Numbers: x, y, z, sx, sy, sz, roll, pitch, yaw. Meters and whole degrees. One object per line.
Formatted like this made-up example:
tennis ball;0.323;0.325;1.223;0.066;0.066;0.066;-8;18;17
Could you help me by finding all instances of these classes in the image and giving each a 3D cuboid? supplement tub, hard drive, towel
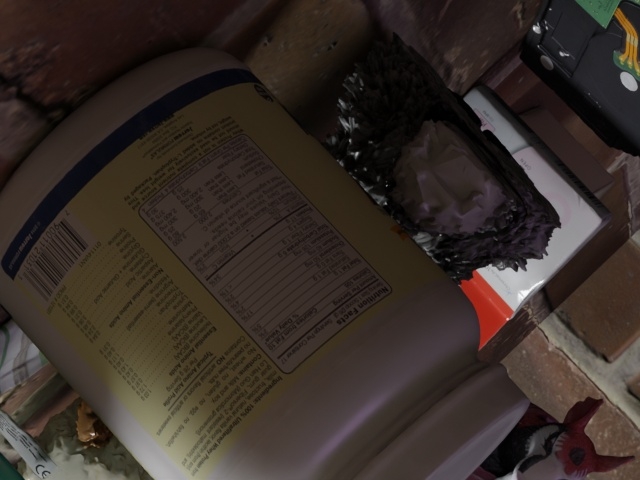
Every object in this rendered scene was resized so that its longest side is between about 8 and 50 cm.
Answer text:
supplement tub;-0.044;0.057;1.319;0.235;0.325;0.235;-41;167;-11
hard drive;0.319;-0.188;1.843;0.064;0.237;0.339;-39;166;-20
towel;-0.246;0.098;1.517;0.152;0.023;0.113;-37;167;-27

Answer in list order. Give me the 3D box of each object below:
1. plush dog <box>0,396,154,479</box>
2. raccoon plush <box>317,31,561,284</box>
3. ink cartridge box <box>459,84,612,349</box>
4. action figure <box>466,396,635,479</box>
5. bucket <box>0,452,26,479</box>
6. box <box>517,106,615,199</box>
plush dog;-0.149;0.176;1.725;0.225;0.262;0.210;-41;136;-61
raccoon plush;0.000;0.000;1.558;0.299;0.216;0.446;-41;168;9
ink cartridge box;0.149;-0.010;1.999;0.232;0.189;0.066;-46;167;14
action figure;0.082;0.202;1.531;0.370;0.248;0.276;-15;159;31
bucket;-0.309;0.249;1.399;0.281;0.183;0.281;-36;162;-13
box;0.198;-0.019;2.260;0.148;0.127;0.232;-24;157;-55
